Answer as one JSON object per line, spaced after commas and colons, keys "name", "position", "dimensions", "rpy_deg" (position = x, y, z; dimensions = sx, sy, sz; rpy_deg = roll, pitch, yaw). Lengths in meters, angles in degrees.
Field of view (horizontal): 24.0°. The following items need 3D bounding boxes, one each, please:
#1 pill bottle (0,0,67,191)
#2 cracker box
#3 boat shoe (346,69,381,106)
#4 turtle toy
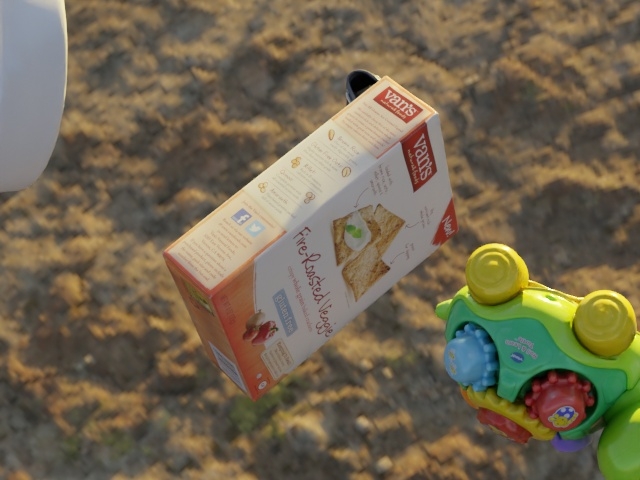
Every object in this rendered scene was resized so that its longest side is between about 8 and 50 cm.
{"name": "pill bottle", "position": [-0.341, -0.106, 0.835], "dimensions": [0.362, 0.210, 0.210], "rpy_deg": [-3, 37, -32]}
{"name": "cracker box", "position": [0.000, 0.000, 1.187], "dimensions": [0.232, 0.156, 0.067], "rpy_deg": [-40, 56, -16]}
{"name": "boat shoe", "position": [0.075, -0.115, 1.675], "dimensions": [0.075, 0.065, 0.206], "rpy_deg": [-28, 46, 2]}
{"name": "turtle toy", "position": [0.103, 0.058, 0.629], "dimensions": [0.130, 0.095, 0.066], "rpy_deg": [25, 79, 22]}
